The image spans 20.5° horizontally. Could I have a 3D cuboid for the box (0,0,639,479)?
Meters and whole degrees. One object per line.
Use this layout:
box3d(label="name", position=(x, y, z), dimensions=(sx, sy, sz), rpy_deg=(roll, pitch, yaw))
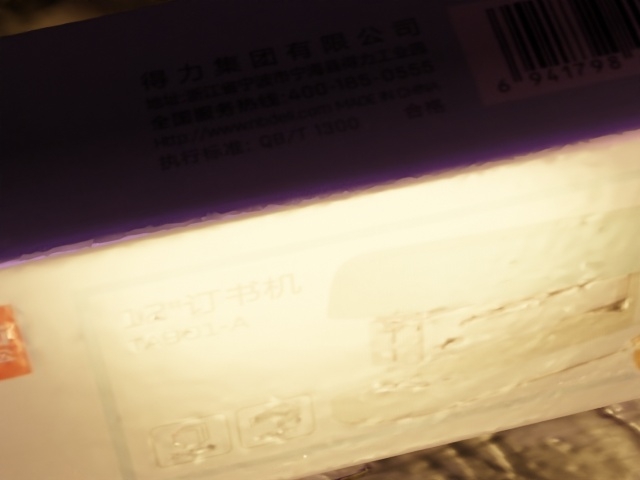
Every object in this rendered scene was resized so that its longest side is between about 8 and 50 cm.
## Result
box3d(label="box", position=(0.000, 0.000, 0.490), dimensions=(0.269, 0.079, 0.135), rpy_deg=(-12, 142, -6))
